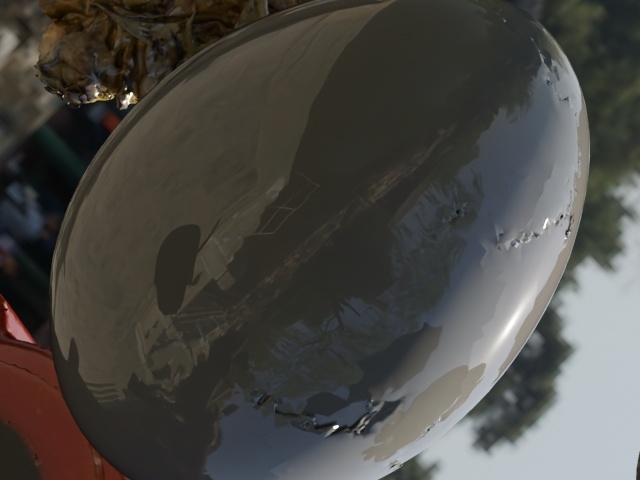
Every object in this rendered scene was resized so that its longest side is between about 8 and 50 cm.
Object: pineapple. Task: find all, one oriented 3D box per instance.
[{"bbox_3d":[-0.027,-0.164,1.217,0.334,0.158,0.161,-15,137,-34],"label":"pineapple"}]

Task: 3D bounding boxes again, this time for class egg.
[{"bbox_3d":[0.000,0.000,0.644,0.198,0.146,0.146,-43,-174,8],"label":"egg"}]

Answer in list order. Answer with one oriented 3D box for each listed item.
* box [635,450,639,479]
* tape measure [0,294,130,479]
[{"bbox_3d":[0.291,0.035,1.038,0.253,0.178,0.329,-166,-95,-74],"label":"box"},{"bbox_3d":[-0.165,0.149,0.756,0.253,0.114,0.260,-36,-134,-16],"label":"tape measure"}]
